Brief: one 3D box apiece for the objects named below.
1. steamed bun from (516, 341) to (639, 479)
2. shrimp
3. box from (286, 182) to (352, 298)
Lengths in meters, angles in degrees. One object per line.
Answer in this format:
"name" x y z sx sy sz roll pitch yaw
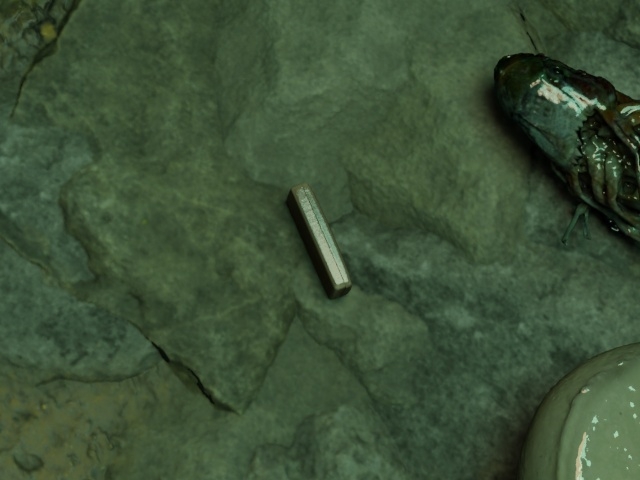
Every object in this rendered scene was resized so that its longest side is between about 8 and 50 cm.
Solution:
"steamed bun" 0.312 0.240 1.757 0.283 0.177 0.283 6 71 -16
"shrimp" 0.321 -0.057 1.907 0.372 0.137 0.172 39 101 9
"box" 0.000 0.000 1.827 0.025 0.048 0.115 -21 77 -15
